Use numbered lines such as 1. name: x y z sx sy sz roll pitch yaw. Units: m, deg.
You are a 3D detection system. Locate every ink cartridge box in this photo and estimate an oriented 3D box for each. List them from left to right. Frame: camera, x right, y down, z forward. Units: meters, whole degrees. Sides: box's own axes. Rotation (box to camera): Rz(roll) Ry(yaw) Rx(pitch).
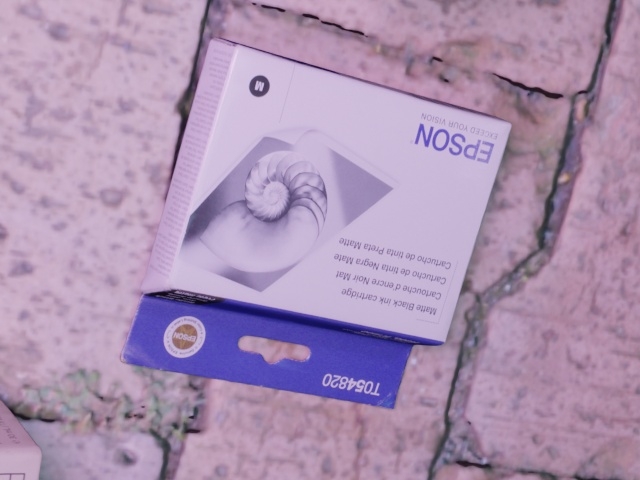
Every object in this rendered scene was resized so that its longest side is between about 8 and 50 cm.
1. ink cartridge box: 0.000 0.000 1.088 0.223 0.045 0.224 12 99 -29

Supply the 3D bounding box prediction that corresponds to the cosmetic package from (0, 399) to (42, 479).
1. cosmetic package: -0.329 0.174 0.932 0.309 0.113 0.160 4 103 -27
